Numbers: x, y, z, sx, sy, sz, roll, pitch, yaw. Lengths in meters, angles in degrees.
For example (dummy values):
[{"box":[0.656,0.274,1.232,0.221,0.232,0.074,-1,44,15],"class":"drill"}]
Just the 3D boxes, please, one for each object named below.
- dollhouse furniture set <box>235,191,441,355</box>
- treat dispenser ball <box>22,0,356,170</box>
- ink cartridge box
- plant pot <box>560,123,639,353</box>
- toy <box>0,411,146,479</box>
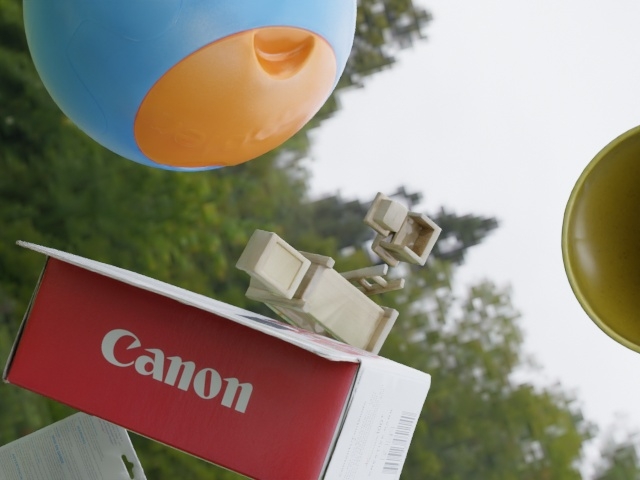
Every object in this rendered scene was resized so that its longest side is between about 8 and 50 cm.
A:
[{"box":[0.000,0.000,1.663,0.101,0.161,0.182,11,-23,50],"class":"dollhouse furniture set"},{"box":[-0.113,-0.204,1.482,0.288,0.288,0.288,163,-90,-79],"class":"treat dispenser ball"},{"box":[-0.099,0.117,1.470,0.272,0.309,0.130,24,84,-68],"class":"ink cartridge box"},{"box":[0.209,0.005,0.952,0.134,0.134,0.095,70,14,15],"class":"plant pot"},{"box":[-0.277,0.263,1.722,0.137,0.237,0.056,67,13,4],"class":"toy"}]
